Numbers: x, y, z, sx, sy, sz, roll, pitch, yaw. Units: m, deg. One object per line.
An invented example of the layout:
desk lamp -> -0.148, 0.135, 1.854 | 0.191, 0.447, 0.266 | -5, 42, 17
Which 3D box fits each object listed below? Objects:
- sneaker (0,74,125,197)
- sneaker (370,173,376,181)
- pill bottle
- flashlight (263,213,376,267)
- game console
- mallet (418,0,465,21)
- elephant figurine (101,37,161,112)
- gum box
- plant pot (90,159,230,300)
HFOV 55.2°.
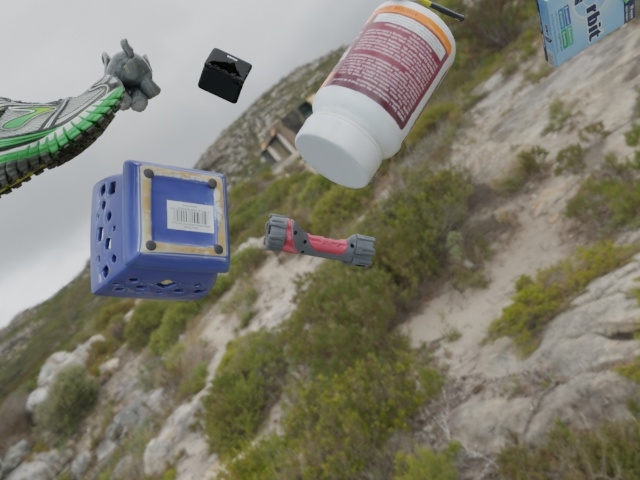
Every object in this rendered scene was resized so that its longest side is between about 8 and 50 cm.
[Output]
sneaker -> -0.463, -0.182, 0.964 | 0.343, 0.146, 0.134 | -38, 10, -28
sneaker -> 0.128, -0.188, 1.598 | 0.032, 0.037, 0.083 | -1, -48, -21
pill bottle -> 0.122, -0.326, 1.384 | 0.392, 0.224, 0.224 | -57, 11, -17
flashlight -> 0.000, 0.000, 1.678 | 0.103, 0.304, 0.103 | 144, 133, -73
game console -> -0.271, -0.470, 1.742 | 0.071, 0.122, 0.107 | 124, 169, -61
mallet -> 0.239, -0.539, 1.390 | 0.039, 0.190, 0.062 | -68, 24, 13
elephant figurine -> -0.559, -0.466, 1.747 | 0.186, 0.169, 0.239 | -48, 33, 5
gum box -> 0.510, -0.449, 1.173 | 0.184, 0.157, 0.041 | -32, 45, 2
plant pot -> -0.301, -0.021, 1.189 | 0.236, 0.236, 0.212 | 6, -21, -34
